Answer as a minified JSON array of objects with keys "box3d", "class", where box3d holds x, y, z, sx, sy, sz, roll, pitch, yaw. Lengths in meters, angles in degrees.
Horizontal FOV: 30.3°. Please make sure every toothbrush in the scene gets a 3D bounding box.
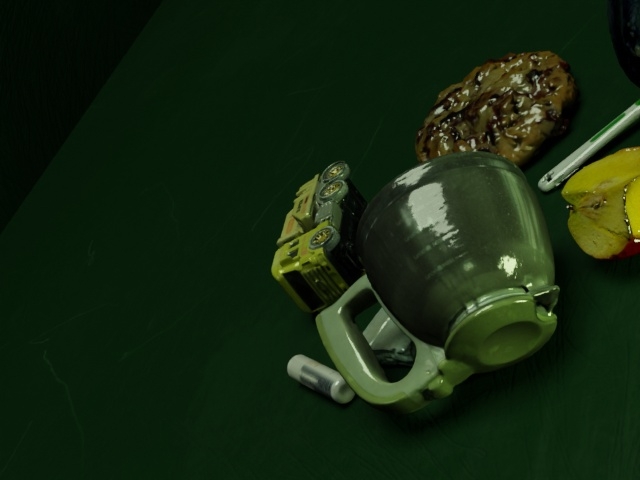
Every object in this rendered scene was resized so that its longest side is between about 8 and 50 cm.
[{"box3d":[0.482,-0.199,1.678,0.418,0.040,0.042,-40,23,11],"class":"toothbrush"}]

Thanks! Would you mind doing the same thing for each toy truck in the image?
[{"box3d":[0.000,0.000,1.892,0.157,0.124,0.272,-27,29,24],"class":"toy truck"}]

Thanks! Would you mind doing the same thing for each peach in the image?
[{"box3d":[0.381,-0.047,1.475,0.151,0.118,0.151,-10,78,53],"class":"peach"}]

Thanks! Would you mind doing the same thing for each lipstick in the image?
[{"box3d":[0.001,0.196,1.676,0.040,0.040,0.141,-47,28,-14],"class":"lipstick"}]

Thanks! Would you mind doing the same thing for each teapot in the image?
[{"box3d":[0.148,0.058,1.473,0.321,0.239,0.239,-19,50,-2],"class":"teapot"}]

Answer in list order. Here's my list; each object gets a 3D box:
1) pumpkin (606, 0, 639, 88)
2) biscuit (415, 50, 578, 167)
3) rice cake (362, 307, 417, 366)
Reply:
[{"box3d":[0.535,-0.290,1.447,0.363,0.266,0.363,-20,19,7],"class":"pumpkin"},{"box3d":[0.275,-0.211,1.918,0.289,0.081,0.334,-34,25,9],"class":"biscuit"},{"box3d":[0.142,0.087,1.665,0.124,0.038,0.211,-6,42,50],"class":"rice cake"}]
